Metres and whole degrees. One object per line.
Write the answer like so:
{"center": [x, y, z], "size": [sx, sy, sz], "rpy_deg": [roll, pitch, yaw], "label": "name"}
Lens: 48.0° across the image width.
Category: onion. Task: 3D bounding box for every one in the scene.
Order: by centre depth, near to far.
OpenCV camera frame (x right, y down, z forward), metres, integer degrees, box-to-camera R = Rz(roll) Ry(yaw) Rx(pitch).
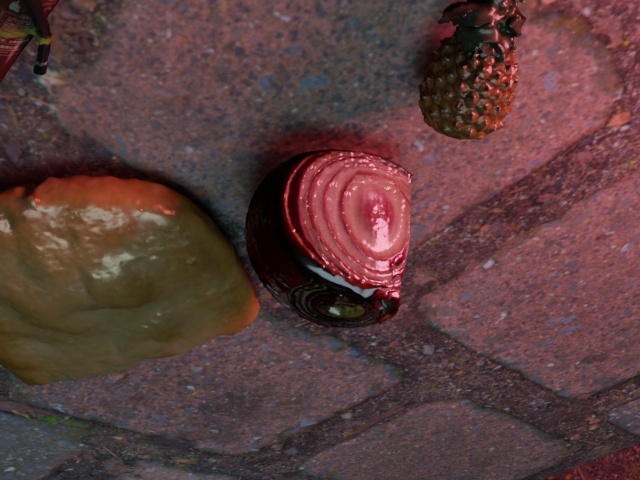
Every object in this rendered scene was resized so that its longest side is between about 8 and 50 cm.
{"center": [-0.005, -0.001, 0.951], "size": [0.207, 0.216, 0.206], "rpy_deg": [20, 151, -17], "label": "onion"}

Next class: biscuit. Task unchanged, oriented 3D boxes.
{"center": [-0.322, 0.073, 1.055], "size": [0.429, 0.104, 0.446], "rpy_deg": [-8, 143, 1], "label": "biscuit"}

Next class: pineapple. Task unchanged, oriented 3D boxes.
{"center": [0.187, -0.237, 0.758], "size": [0.130, 0.119, 0.277], "rpy_deg": [12, 139, 4], "label": "pineapple"}

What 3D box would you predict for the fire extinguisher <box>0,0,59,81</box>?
{"center": [-0.262, -0.253, 0.662], "size": [0.341, 0.105, 0.141], "rpy_deg": [-35, 149, 31], "label": "fire extinguisher"}
